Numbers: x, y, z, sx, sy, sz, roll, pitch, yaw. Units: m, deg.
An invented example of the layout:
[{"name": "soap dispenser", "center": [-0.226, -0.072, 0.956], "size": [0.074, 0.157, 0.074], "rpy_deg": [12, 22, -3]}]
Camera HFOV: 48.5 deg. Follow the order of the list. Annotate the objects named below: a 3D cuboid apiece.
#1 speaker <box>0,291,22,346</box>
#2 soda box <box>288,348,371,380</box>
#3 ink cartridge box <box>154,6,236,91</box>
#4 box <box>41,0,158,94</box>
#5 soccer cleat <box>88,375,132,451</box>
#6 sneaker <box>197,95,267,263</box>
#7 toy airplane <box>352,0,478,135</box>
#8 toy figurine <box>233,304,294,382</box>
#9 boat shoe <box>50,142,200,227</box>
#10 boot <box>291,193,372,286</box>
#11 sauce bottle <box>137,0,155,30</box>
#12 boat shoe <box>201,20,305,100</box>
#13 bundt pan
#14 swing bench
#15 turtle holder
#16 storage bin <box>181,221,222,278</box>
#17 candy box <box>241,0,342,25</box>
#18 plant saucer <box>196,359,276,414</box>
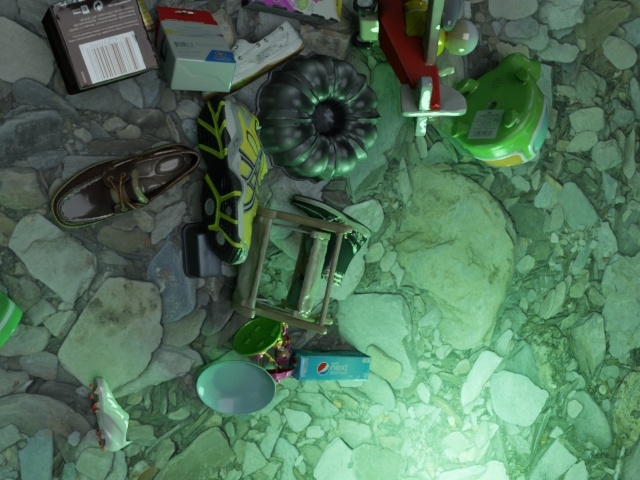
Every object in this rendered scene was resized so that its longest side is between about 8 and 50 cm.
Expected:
[{"name": "speaker", "center": [-0.763, 0.109, 1.432], "size": [0.296, 0.131, 0.131], "rpy_deg": [39, 80, -25]}, {"name": "soda box", "center": [0.024, 0.328, 1.875], "size": [0.210, 0.071, 0.067], "rpy_deg": [6, 94, -26]}, {"name": "ink cartridge box", "center": [-0.284, -0.424, 1.565], "size": [0.134, 0.231, 0.078], "rpy_deg": [-2, 134, -25]}, {"name": "box", "center": [-0.455, -0.405, 1.457], "size": [0.168, 0.203, 0.167], "rpy_deg": [-23, 107, -21]}, {"name": "soccer cleat", "center": [-0.486, 0.397, 1.646], "size": [0.076, 0.068, 0.196], "rpy_deg": [-14, 111, -28]}, {"name": "sneaker", "center": [-0.182, -0.137, 1.624], "size": [0.147, 0.145, 0.384], "rpy_deg": [5, 79, -43]}, {"name": "toy airplane", "center": [0.263, -0.446, 1.697], "size": [0.272, 0.386, 0.384], "rpy_deg": [-19, 107, -9]}, {"name": "toy figurine", "center": [-0.118, 0.276, 1.796], "size": [0.173, 0.130, 0.159], "rpy_deg": [-54, 133, -36]}, {"name": "boat shoe", "center": [-0.421, -0.124, 1.561], "size": [0.342, 0.123, 0.123], "rpy_deg": [-24, 107, -21]}, {"name": "boot", "center": [0.001, 0.001, 1.808], "size": [0.236, 0.085, 0.178], "rpy_deg": [28, 88, -25]}, {"name": "sauce bottle", "center": [-0.406, -0.518, 1.554], "size": [0.042, 0.042, 0.128], "rpy_deg": [-31, 111, -18]}, {"name": "boat shoe", "center": [-0.173, -0.422, 1.658], "size": [0.277, 0.098, 0.096], "rpy_deg": [-34, 97, -16]}, {"name": "bundt pan", "center": [0.008, -0.301, 1.743], "size": [0.331, 0.124, 0.330], "rpy_deg": [-4, 99, -25]}, {"name": "swing bench", "center": [-0.077, 0.062, 1.682], "size": [0.255, 0.165, 0.253], "rpy_deg": [12, 93, 6]}, {"name": "turtle holder", "center": [0.501, -0.348, 1.938], "size": [0.227, 0.243, 0.320], "rpy_deg": [33, 42, -41]}, {"name": "storage bin", "center": [-0.268, 0.029, 1.678], "size": [0.098, 0.091, 0.135], "rpy_deg": [-6, 101, -25]}, {"name": "candy box", "center": [-0.061, -0.616, 1.689], "size": [0.233, 0.071, 0.159], "rpy_deg": [3, 96, -27]}, {"name": "plant saucer", "center": [-0.207, 0.353, 1.752], "size": [0.195, 0.037, 0.195], "rpy_deg": [0, 125, -1]}]
